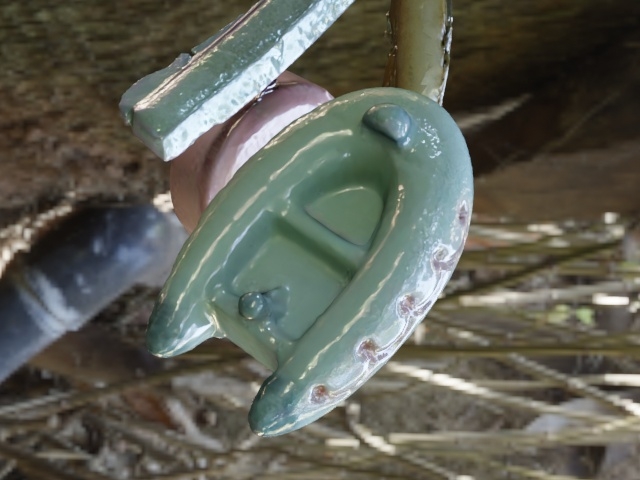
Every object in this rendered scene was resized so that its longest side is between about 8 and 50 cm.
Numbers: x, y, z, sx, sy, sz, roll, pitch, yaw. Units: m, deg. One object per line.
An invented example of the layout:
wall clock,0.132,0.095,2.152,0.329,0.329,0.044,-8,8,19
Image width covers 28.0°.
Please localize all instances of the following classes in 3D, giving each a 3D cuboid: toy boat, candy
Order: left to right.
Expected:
candy,-0.073,-0.098,1.585,0.255,0.094,0.255,-27,132,-35
toy boat,0.000,0.000,0.692,0.207,0.134,0.079,-48,155,-13

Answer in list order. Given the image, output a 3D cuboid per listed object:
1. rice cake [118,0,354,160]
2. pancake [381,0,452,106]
rice cake,-0.060,-0.178,1.130,0.290,0.081,0.051,-47,157,-24
pancake,0.097,-0.203,1.386,0.382,0.071,0.382,4,90,-90
